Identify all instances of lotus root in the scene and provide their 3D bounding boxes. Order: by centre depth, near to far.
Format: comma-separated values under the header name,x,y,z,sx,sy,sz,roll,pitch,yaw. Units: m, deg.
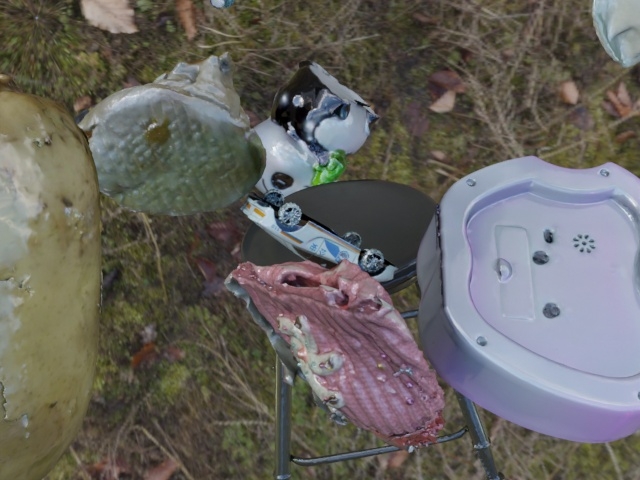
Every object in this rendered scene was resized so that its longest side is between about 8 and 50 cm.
name,x,y,z,sx,sy,sz,roll,pitch,yaw
lotus root,-0.202,0.048,0.486,0.160,0.146,0.284,-14,110,-49

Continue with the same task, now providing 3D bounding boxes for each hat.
name,x,y,z,sx,sy,sz,roll,pitch,yaw
hat,0.036,0.133,0.862,0.107,0.237,0.286,-52,126,-21

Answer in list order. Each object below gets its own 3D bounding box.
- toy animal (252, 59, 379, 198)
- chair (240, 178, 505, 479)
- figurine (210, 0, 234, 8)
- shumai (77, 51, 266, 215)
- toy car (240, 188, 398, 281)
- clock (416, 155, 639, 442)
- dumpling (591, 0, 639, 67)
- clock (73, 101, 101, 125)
name,x,y,z,sx,sy,sz,roll,pitch,yaw
toy animal,-0.026,-0.190,1.611,0.213,0.212,0.266,25,105,-23
chair,0.066,0.145,1.326,0.365,0.362,0.410,-9,123,3
figurine,-0.137,-0.413,1.375,0.106,0.047,0.060,-40,118,-33
shumai,-0.160,-0.122,0.908,0.201,0.120,0.201,-4,141,-3
toy car,0.000,0.000,0.980,0.205,0.095,0.056,29,94,-23
clock,0.277,0.056,0.959,0.339,0.338,0.102,-14,151,-15
dumpling,0.602,-0.405,1.490,0.252,0.131,0.179,-25,118,-4
clock,-0.301,-0.215,1.536,0.319,0.319,0.066,-17,89,-14
